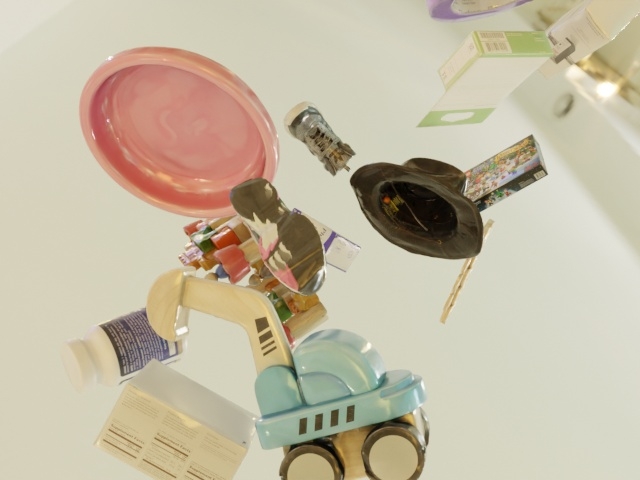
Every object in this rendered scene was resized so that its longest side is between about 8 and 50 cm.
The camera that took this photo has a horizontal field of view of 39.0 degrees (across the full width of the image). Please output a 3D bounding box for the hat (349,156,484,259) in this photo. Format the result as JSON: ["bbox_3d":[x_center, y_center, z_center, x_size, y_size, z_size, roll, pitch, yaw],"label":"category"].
[{"bbox_3d":[0.233,-0.095,1.945,0.331,0.331,0.134,37,-116,1],"label":"hat"}]

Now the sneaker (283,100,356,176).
[{"bbox_3d":[0.009,-0.256,2.328,0.153,0.101,0.268,46,-176,24],"label":"sneaker"}]

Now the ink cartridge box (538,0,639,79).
[{"bbox_3d":[0.566,-0.456,1.941,0.158,0.218,0.092,-42,-83,-25],"label":"ink cartridge box"}]

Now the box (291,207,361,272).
[{"bbox_3d":[0.000,0.000,2.052,0.137,0.072,0.126,32,-178,33],"label":"box"}]

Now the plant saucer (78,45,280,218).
[{"bbox_3d":[-0.220,-0.181,1.462,0.332,0.332,0.084,31,-134,-13],"label":"plant saucer"}]

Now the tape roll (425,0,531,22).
[{"bbox_3d":[0.321,-0.496,1.658,0.275,0.275,0.090,-6,-101,-57],"label":"tape roll"}]

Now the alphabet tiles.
[{"bbox_3d":[0.387,0.082,2.380,0.021,0.284,0.278,27,-159,12],"label":"alphabet tiles"}]

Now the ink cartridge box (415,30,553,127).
[{"bbox_3d":[0.288,-0.293,1.654,0.171,0.235,0.056,-8,-110,-30],"label":"ink cartridge box"}]

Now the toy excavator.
[{"bbox_3d":[-0.050,0.222,1.586,0.222,0.433,0.445,-8,-97,-80],"label":"toy excavator"}]

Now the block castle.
[{"bbox_3d":[-0.188,0.091,2.198,0.303,0.213,0.453,61,169,-18],"label":"block castle"}]

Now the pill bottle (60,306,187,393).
[{"bbox_3d":[-0.459,0.253,2.111,0.265,0.153,0.153,-19,-124,-33],"label":"pill bottle"}]

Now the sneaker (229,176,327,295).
[{"bbox_3d":[-0.039,0.001,1.058,0.178,0.072,0.077,59,178,39],"label":"sneaker"}]

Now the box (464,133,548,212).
[{"bbox_3d":[0.490,-0.177,2.437,0.044,0.233,0.159,48,-155,-27],"label":"box"}]

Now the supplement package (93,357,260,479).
[{"bbox_3d":[-0.273,0.374,1.777,0.262,0.145,0.204,30,-173,0],"label":"supplement package"}]
